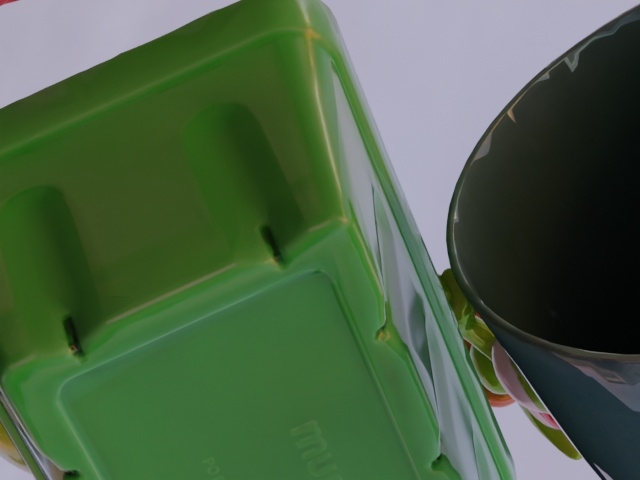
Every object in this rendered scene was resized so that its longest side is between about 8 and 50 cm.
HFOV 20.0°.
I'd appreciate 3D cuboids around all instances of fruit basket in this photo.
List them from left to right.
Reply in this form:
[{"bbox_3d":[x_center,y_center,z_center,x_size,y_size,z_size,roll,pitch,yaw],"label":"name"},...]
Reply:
[{"bbox_3d":[-0.073,0.058,0.982,0.283,0.392,0.392,-24,-147,-2],"label":"fruit basket"}]

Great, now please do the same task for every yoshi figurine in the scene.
[{"bbox_3d":[0.188,0.051,1.545,0.203,0.203,0.362,-59,175,-4],"label":"yoshi figurine"}]

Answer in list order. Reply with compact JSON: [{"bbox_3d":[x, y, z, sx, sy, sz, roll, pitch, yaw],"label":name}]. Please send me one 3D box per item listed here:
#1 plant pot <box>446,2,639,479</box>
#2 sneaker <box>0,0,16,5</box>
[{"bbox_3d":[0.239,0.035,0.846,0.293,0.235,0.293,-22,-148,15],"label":"plant pot"},{"bbox_3d":[-0.293,-0.248,1.341,0.090,0.270,0.145,-32,-103,18],"label":"sneaker"}]
